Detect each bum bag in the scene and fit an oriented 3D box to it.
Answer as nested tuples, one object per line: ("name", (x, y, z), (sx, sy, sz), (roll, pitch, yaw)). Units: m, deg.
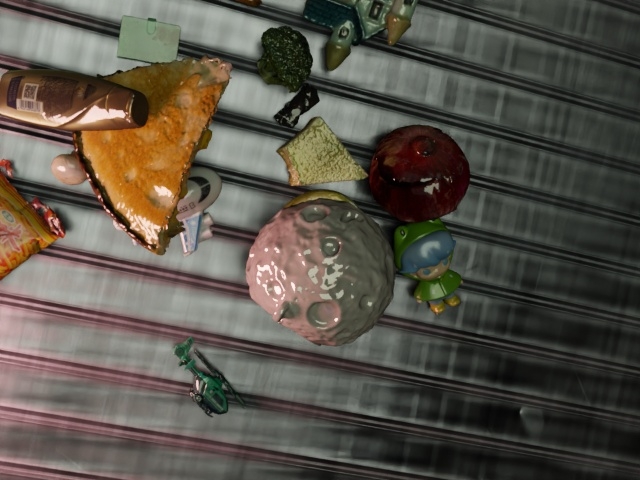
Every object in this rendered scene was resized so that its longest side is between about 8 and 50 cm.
("bum bag", (-0.053, -0.322, 1.903), (0.124, 0.034, 0.058), (-45, 93, -4))

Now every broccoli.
("broccoli", (-0.080, -0.420, 1.841), (0.138, 0.146, 0.162), (-31, 88, 33))

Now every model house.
("model house", (0.085, -0.549, 1.831), (0.267, 0.194, 0.324), (18, 96, -12))

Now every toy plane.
("toy plane", (-0.281, 0.346, 1.924), (0.096, 0.060, 0.235), (-41, 105, -12))
("toy plane", (-0.353, -0.090, 1.831), (0.267, 0.123, 0.266), (-1, 96, -13))

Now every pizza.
("pizza", (-0.410, -0.227, 1.734), (0.392, 0.080, 0.434), (21, 88, 22))

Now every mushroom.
("mushroom", (-0.570, -0.172, 1.813), (0.085, 0.085, 0.079), (18, 50, -12))

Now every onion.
("onion", (0.234, -0.165, 1.879), (0.247, 0.190, 0.246), (-1, 57, 1))

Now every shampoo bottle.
("shampoo bottle", (-0.533, -0.300, 1.705), (0.350, 0.084, 0.125), (9, 89, 21))

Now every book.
("book", (-0.397, -0.464, 1.832), (0.135, 0.017, 0.103), (9, 95, -12))

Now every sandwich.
("sandwich", (-0.004, -0.180, 1.919), (0.162, 0.058, 0.193), (-42, 103, -2))

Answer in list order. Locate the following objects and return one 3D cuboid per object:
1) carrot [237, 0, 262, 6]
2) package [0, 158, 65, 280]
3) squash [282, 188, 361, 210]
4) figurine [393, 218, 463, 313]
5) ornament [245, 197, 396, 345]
("carrot", (-0.224, -0.594, 1.837), (0.191, 0.047, 0.047), (26, 91, -13))
("package", (-0.746, -0.014, 1.776), (0.288, 0.108, 0.223), (-41, 96, -12))
("squash", (0.000, 0.000, 1.942), (0.252, 0.049, 0.251), (-1, 97, -9))
("figurine", (0.270, 0.060, 1.961), (0.162, 0.143, 0.263), (-24, 117, -2))
("ornament", (0.009, 0.063, 1.761), (0.337, 0.337, 0.336), (-1, 96, -10))
